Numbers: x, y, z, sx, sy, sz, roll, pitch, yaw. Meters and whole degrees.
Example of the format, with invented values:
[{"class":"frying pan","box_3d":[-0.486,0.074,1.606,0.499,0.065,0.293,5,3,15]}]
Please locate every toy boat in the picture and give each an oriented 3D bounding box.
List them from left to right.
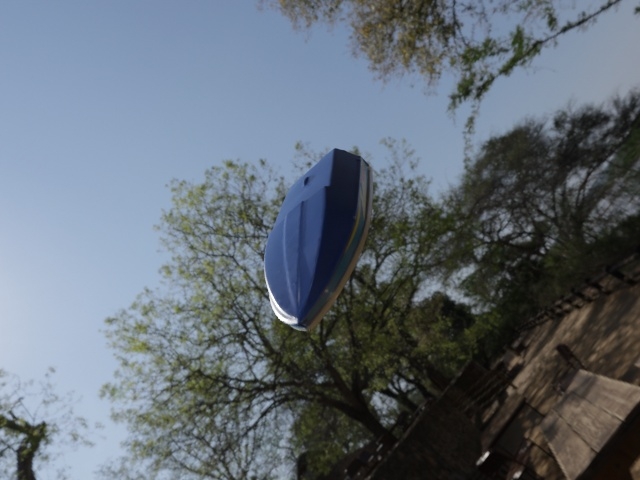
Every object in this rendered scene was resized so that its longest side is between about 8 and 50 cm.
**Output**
[{"class":"toy boat","box_3d":[0.000,0.000,0.508,0.129,0.088,0.295,-39,18,23]}]
